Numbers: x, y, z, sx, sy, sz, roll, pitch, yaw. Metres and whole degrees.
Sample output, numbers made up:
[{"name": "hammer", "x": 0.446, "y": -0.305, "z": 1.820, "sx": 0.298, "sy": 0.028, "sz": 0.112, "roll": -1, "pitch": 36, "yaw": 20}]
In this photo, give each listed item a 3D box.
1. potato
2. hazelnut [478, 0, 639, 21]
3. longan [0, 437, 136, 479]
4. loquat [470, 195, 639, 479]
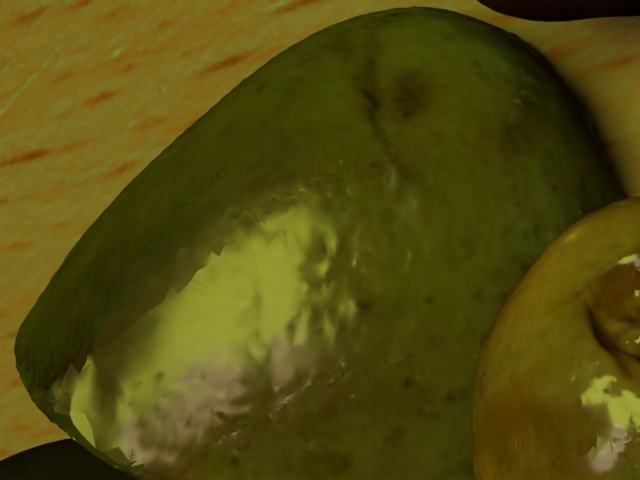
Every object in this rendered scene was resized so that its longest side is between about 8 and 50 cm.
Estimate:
[{"name": "potato", "x": 0.000, "y": 0.000, "z": 1.078, "sx": 0.330, "sy": 0.213, "sz": 0.280, "roll": 38, "pitch": 107, "yaw": 38}, {"name": "hazelnut", "x": 0.152, "y": -0.214, "z": 1.003, "sx": 0.229, "sy": 0.229, "sz": 0.229, "roll": -10, "pitch": 75, "yaw": 40}, {"name": "longan", "x": -0.129, "y": 0.236, "z": 1.130, "sx": 0.258, "sy": 0.258, "sz": 0.258, "roll": -10, "pitch": 75, "yaw": 40}, {"name": "loquat", "x": 0.177, "y": 0.076, "z": 0.924, "sx": 0.213, "sy": 0.213, "sz": 0.213, "roll": -10, "pitch": 75, "yaw": 40}]
